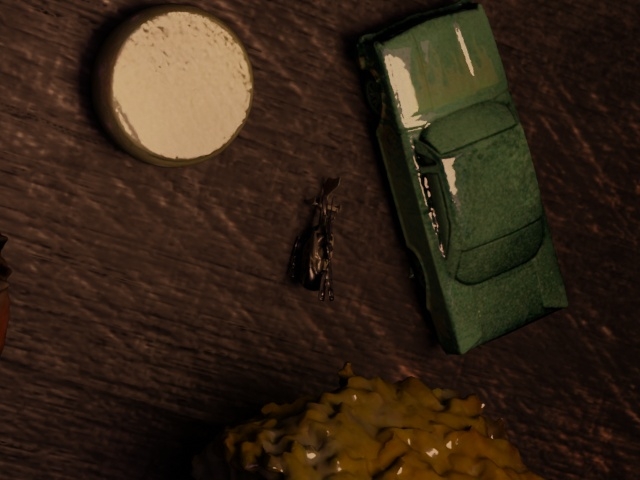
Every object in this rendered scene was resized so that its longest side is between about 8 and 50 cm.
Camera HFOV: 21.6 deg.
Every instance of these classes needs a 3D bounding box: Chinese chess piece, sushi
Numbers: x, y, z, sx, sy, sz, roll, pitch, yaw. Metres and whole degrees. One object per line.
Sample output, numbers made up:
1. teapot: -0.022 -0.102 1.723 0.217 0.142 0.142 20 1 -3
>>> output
1. Chinese chess piece: -0.130 -0.135 1.473 0.144 0.058 0.144 -2 97 -22
2. sushi: 0.048 0.317 1.423 0.240 0.396 0.351 -17 140 -32

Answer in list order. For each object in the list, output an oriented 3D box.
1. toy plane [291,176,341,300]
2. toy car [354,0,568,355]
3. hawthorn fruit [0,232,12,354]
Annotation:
1. toy plane: 0.000 0.000 1.553 0.031 0.049 0.120 13 74 -25
2. toy car: 0.141 -0.060 1.580 0.141 0.097 0.320 -22 105 -21
3. hawthorn fruit: -0.369 0.037 1.325 0.251 0.199 0.199 -11 101 -11
